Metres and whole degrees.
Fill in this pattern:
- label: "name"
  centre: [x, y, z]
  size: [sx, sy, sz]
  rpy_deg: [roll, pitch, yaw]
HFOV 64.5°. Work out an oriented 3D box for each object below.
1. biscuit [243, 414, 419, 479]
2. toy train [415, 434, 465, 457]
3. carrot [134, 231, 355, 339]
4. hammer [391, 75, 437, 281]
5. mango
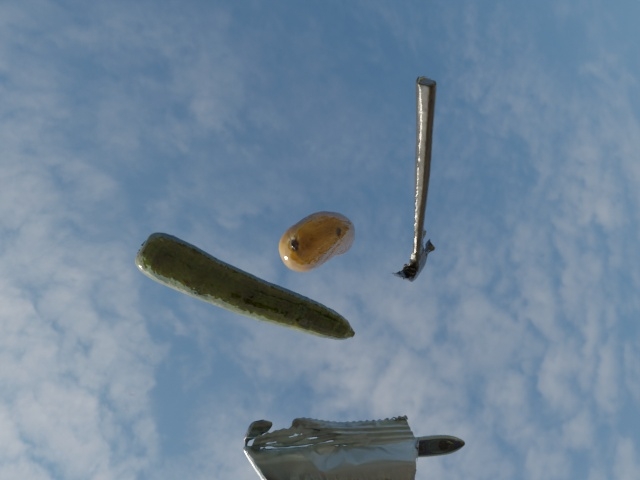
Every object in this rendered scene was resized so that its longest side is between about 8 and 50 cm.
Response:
- label: "biscuit"
  centre: [0.010, 0.313, 0.431]
  size: [0.186, 0.079, 0.309]
  rpy_deg: [12, -106, -30]
- label: "toy train"
  centre: [0.257, 0.533, 1.311]
  size: [0.251, 0.048, 0.055]
  rpy_deg: [-3, -113, -6]
- label: "carrot"
  centre: [-0.107, 0.084, 0.782]
  size: [0.358, 0.074, 0.074]
  rpy_deg: [25, -105, -13]
- label: "hammer"
  centre: [0.131, -0.068, 0.662]
  size: [0.125, 0.027, 0.297]
  rpy_deg: [-47, -35, -41]
- label: "mango"
  centre: [-0.005, -0.004, 1.380]
  size: [0.120, 0.177, 0.295]
  rpy_deg: [44, -152, 15]
